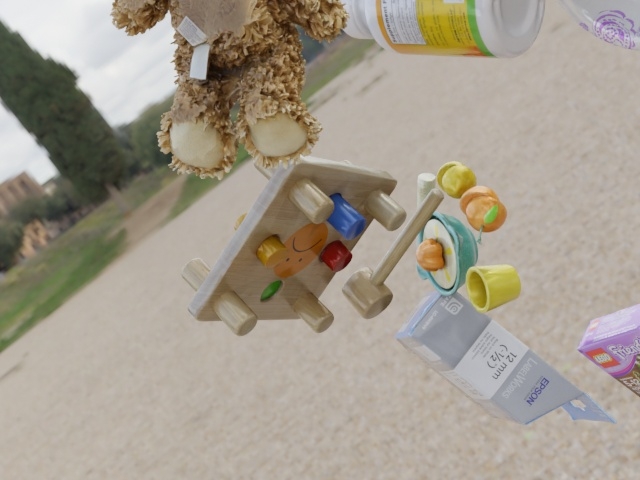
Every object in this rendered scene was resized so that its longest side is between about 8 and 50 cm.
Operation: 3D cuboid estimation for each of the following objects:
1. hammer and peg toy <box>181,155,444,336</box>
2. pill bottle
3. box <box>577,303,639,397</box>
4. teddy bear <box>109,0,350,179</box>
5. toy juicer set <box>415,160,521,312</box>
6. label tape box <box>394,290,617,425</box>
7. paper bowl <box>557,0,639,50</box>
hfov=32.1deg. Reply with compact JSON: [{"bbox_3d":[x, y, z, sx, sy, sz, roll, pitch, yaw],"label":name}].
[{"bbox_3d":[0.000,0.000,1.514,0.361,0.127,0.266,4,-55,-56],"label":"hammer and peg toy"},{"bbox_3d":[0.141,-0.299,1.379,0.245,0.136,0.136,11,41,40],"label":"pill bottle"},{"bbox_3d":[0.504,0.153,1.456,0.057,0.201,0.293,-58,10,-26],"label":"box"},{"bbox_3d":[-0.090,-0.229,1.130,0.245,0.338,0.113,-25,-9,25],"label":"teddy bear"},{"bbox_3d":[0.185,-0.018,1.712,0.089,0.209,0.329,-12,12,-18],"label":"toy juicer set"},{"bbox_3d":[0.298,0.228,1.864,0.115,0.347,0.249,-49,-2,-6],"label":"label tape box"},{"bbox_3d":[0.440,-0.401,1.443,0.284,0.284,0.148,-30,10,46],"label":"paper bowl"}]
